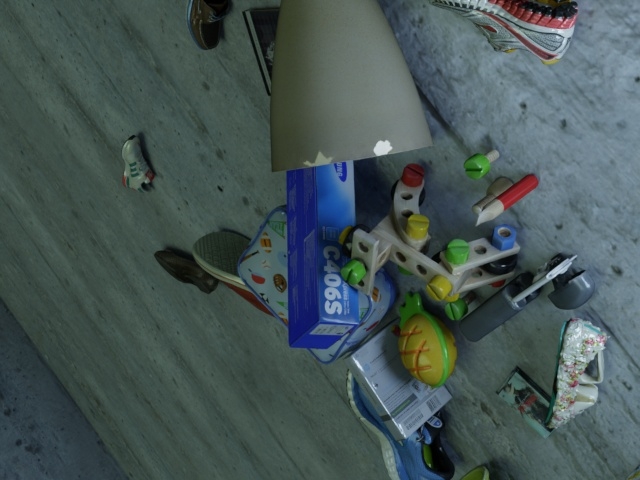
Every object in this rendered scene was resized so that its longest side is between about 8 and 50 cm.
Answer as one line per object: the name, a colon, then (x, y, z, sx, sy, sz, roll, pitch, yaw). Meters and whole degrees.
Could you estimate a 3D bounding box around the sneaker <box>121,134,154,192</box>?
sneaker: (-0.420, -0.176, 2.282, 0.075, 0.057, 0.161, 26, 137, 13)

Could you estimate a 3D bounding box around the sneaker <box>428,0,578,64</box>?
sneaker: (0.236, -0.300, 1.323, 0.225, 0.088, 0.092, 31, 140, 33)

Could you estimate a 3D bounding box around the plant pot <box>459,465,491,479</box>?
plant pot: (0.324, 0.615, 1.848, 0.254, 0.276, 0.276, 39, 144, 5)

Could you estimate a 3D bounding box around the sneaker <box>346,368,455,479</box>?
sneaker: (0.171, 0.344, 1.929, 0.147, 0.130, 0.330, -18, 106, 41)

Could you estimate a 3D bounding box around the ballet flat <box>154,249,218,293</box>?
ballet flat: (-0.320, 0.066, 2.355, 0.250, 0.058, 0.084, 20, 154, 49)

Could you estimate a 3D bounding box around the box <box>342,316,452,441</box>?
box: (0.147, 0.261, 1.844, 0.186, 0.145, 0.038, 57, 145, -1)

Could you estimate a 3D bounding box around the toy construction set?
toy construction set: (0.171, 0.005, 1.520, 0.257, 0.237, 0.309, 53, 146, 5)

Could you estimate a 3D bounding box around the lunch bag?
lunch bag: (-0.017, 0.077, 1.887, 0.303, 0.115, 0.243, 47, 130, 16)

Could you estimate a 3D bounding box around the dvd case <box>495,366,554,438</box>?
dvd case: (0.368, 0.284, 1.707, 0.119, 0.013, 0.087, 45, 145, 18)

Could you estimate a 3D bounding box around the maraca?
maraca: (0.187, 0.180, 1.777, 0.127, 0.099, 0.185, 113, 143, -45)

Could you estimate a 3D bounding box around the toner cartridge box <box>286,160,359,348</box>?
toner cartridge box: (0.000, 0.000, 1.689, 0.165, 0.075, 0.347, 135, 137, -61)

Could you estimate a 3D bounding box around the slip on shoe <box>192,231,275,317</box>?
slip on shoe: (-0.149, 0.082, 2.098, 0.331, 0.123, 0.101, 29, 141, 28)

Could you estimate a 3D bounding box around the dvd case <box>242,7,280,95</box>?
dvd case: (-0.040, -0.327, 1.705, 0.221, 0.018, 0.164, 11, 127, 46)

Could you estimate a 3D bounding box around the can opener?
can opener: (0.328, 0.107, 1.555, 0.095, 0.076, 0.283, 52, 147, 8)

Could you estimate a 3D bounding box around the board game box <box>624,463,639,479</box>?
board game box: (0.569, 0.385, 1.423, 0.144, 0.142, 0.275, 53, 146, 6)

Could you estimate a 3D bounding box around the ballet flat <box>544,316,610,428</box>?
ballet flat: (0.408, 0.224, 1.552, 0.077, 0.091, 0.241, 13, 135, 17)

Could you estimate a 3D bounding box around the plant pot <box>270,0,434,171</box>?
plant pot: (0.028, -0.261, 1.506, 0.256, 0.256, 0.274, -1, 101, 51)

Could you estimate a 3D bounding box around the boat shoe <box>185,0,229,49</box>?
boat shoe: (-0.206, -0.429, 1.783, 0.066, 0.066, 0.183, 26, 136, 35)
